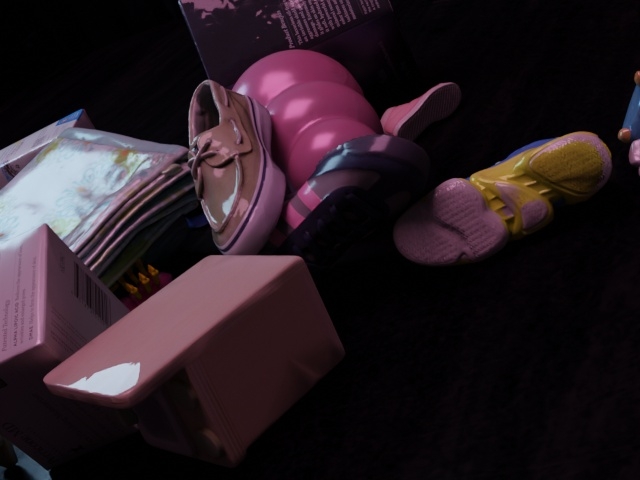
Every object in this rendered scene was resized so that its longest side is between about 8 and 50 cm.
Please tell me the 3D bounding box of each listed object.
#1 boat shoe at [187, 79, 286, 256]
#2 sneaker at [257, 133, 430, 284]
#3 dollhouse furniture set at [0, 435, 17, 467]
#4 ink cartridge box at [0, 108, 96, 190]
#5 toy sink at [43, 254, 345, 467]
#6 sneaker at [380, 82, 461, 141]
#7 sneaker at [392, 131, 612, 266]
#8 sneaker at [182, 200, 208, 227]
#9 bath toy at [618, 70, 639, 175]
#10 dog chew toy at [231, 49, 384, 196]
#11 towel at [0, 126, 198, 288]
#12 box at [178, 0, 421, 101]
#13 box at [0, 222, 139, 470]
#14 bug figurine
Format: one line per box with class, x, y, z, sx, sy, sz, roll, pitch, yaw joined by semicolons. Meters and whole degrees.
boat shoe;-0.111;-0.084;1.134;0.109;0.094;0.302;-51;27;23
sneaker;0.000;0.000;1.079;0.319;0.112;0.131;-34;34;47
dollhouse furniture set;-0.483;0.284;1.076;0.242;0.161;0.212;13;41;26
ink cartridge box;-0.515;-0.107;1.844;0.233;0.168;0.171;-25;22;5
toy sink;-0.117;0.127;0.954;0.153;0.131;0.234;-2;29;47
sneaker;0.141;-0.191;1.449;0.134;0.051;0.070;-40;30;-17
sneaker;0.197;-0.044;1.060;0.240;0.091;0.126;-22;5;15
sneaker;-0.144;-0.118;1.558;0.081;0.090;0.232;-2;34;46
bath toy;0.376;-0.082;0.875;0.129;0.151;0.348;10;27;-2
dog chew toy;-0.008;-0.131;1.312;0.207;0.206;0.332;-29;30;-4
towel;-0.363;-0.022;1.354;0.375;0.090;0.320;12;51;47
box;-0.021;-0.317;1.572;0.294;0.182;0.296;-23;-15;10
box;-0.294;0.114;1.053;0.119;0.181;0.181;-25;44;10
bug figurine;-0.304;0.089;1.314;0.216;0.072;0.279;-39;30;-11
